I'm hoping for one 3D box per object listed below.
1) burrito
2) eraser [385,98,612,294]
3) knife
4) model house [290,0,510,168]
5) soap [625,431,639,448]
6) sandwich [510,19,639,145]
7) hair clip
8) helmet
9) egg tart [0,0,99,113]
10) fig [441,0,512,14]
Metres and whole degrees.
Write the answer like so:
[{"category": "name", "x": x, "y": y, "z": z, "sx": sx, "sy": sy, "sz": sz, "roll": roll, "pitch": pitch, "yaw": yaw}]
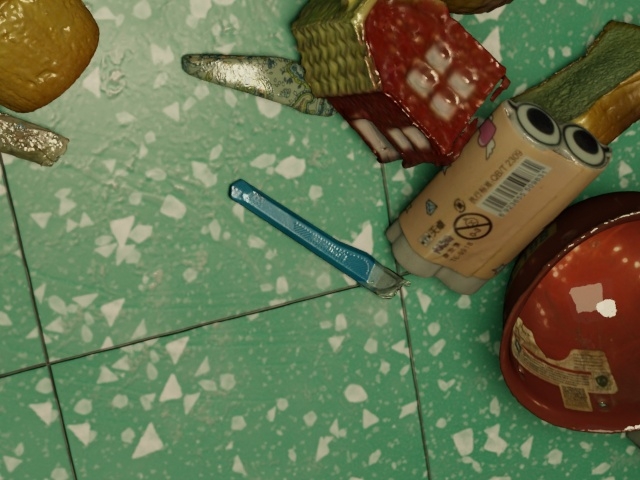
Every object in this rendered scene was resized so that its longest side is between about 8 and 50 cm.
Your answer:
[{"category": "burrito", "x": -0.400, "y": -0.136, "z": 1.641, "sx": 0.171, "sy": 0.042, "sz": 0.051, "roll": 18, "pitch": 106, "yaw": -19}, {"category": "eraser", "x": 0.231, "y": -0.050, "z": 1.751, "sx": 0.171, "sy": 0.087, "sz": 0.290, "roll": 23, "pitch": 134, "yaw": -19}, {"category": "knife", "x": -0.001, "y": 0.000, "z": 1.808, "sx": 0.296, "sy": 0.026, "sz": 0.044, "roll": 34, "pitch": 88, "yaw": -19}, {"category": "model house", "x": 0.083, "y": -0.234, "z": 1.683, "sx": 0.254, "sy": 0.196, "sz": 0.160, "roll": 46, "pitch": 75, "yaw": -23}, {"category": "soap", "x": 0.721, "y": 0.210, "z": 1.985, "sx": 0.435, "sy": 0.213, "sz": 0.350, "roll": 7, "pitch": 97, "yaw": -19}, {"category": "sandwich", "x": 0.378, "y": -0.205, "z": 1.800, "sx": 0.215, "sy": 0.186, "sz": 0.065, "roll": -36, "pitch": 115, "yaw": -4}, {"category": "hair clip", "x": -0.069, "y": -0.210, "z": 1.732, "sx": 0.229, "sy": 0.036, "sz": 0.066, "roll": 11, "pitch": 92, "yaw": -20}, {"category": "helmet", "x": 0.408, "y": 0.059, "z": 1.826, "sx": 0.337, "sy": 0.230, "sz": 0.385, "roll": 19, "pitch": 119, "yaw": -16}, {"category": "egg tart", "x": -0.364, "y": -0.247, "z": 1.563, "sx": 0.202, "sy": 0.202, "sz": 0.147, "roll": -47, "pitch": 125, "yaw": -3}, {"category": "fig", "x": 0.218, "y": -0.418, "z": 1.610, "sx": 0.286, "sy": 0.369, "sz": 0.286, "roll": -5, "pitch": 102, "yaw": -27}]
